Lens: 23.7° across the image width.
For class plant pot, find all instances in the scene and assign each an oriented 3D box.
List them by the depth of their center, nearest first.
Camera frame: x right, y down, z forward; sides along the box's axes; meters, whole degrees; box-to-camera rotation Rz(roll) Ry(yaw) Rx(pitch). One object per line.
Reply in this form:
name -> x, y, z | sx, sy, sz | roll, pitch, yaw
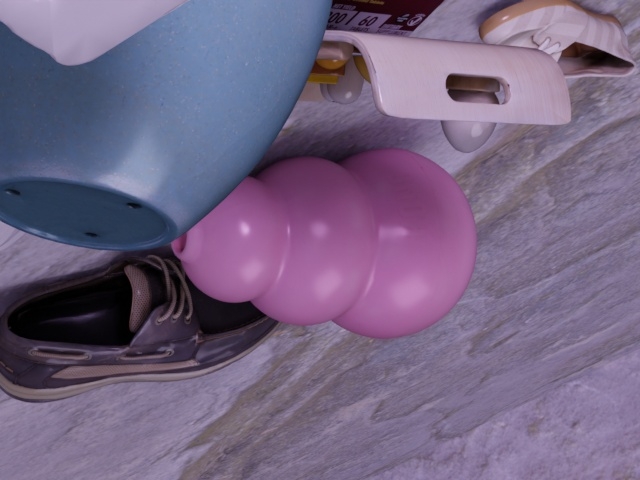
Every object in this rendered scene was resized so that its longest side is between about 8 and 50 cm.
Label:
plant pot -> -0.147, -0.106, 1.027 | 0.290, 0.195, 0.290 | 7, 161, 3

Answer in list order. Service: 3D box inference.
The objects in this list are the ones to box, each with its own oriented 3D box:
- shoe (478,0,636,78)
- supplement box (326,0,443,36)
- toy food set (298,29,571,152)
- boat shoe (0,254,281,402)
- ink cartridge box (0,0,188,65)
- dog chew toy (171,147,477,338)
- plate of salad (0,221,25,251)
shoe -> 0.247, -0.200, 1.543 | 0.219, 0.058, 0.076 | -1, 150, -44
supplement box -> 0.084, -0.262, 1.216 | 0.130, 0.073, 0.239 | -3, 150, -43
toy food set -> 0.027, -0.125, 1.284 | 0.219, 0.092, 0.306 | -2, -172, -41
boat shoe -> -0.191, 0.086, 1.684 | 0.355, 0.132, 0.130 | -17, 158, -17
ink cartridge box -> -0.158, -0.250, 0.718 | 0.117, 0.278, 0.201 | -28, 159, 13
dog chew toy -> 0.000, 0.000, 1.599 | 0.331, 0.207, 0.206 | 2, 148, -32
plate of salad -> -0.348, -0.025, 1.375 | 0.199, 0.048, 0.200 | -18, 154, -9
